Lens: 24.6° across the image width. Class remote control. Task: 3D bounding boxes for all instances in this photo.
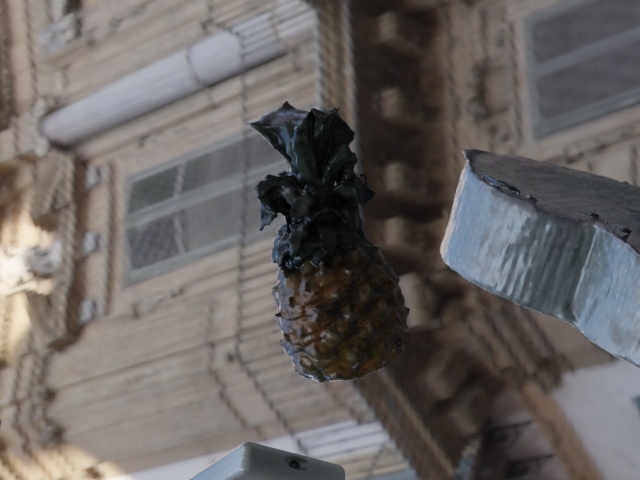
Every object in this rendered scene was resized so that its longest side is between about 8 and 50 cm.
[{"bbox_3d":[-0.066,0.196,1.075,0.087,0.190,0.029,20,-125,-27],"label":"remote control"}]

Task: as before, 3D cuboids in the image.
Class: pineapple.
[{"bbox_3d":[0.001,-0.001,1.314,0.128,0.128,0.248,-45,-54,-54],"label":"pineapple"}]

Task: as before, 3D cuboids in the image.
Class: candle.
[{"bbox_3d":[0.168,0.011,0.789,0.168,0.192,0.068,-5,-61,-53],"label":"candle"}]
